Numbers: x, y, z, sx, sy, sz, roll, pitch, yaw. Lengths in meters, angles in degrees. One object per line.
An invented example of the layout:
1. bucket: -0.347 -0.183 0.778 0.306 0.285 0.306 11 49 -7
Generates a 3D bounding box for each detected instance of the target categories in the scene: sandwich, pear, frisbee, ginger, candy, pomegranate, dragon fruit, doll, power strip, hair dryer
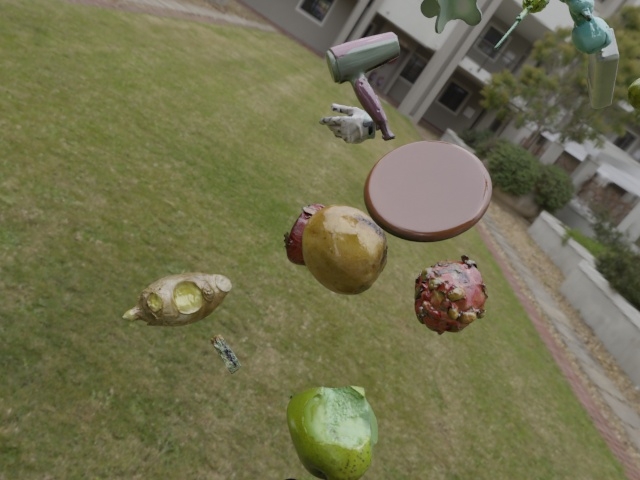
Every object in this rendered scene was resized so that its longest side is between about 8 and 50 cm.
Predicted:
1. sandwich: -0.255 0.304 1.469 0.093 0.036 0.104 26 -33 62
2. pear: 0.922 -0.416 1.557 0.092 0.097 0.092 -3 42 3
3. frisbee: 0.208 -0.105 1.077 0.251 0.251 0.021 46 -14 33
4. ginger: -0.282 0.119 1.077 0.216 0.157 0.102 -12 83 -28
5. candy: 0.479 -0.529 1.312 0.058 0.194 0.062 43 -8 -32
6. pomegranate: 0.067 0.027 1.502 0.260 0.260 0.260 30 19 -11
7. pear: 0.037 0.599 1.660 0.287 0.176 0.281 -2 54 0
8. dragon fruit: 0.002 -0.001 1.778 0.148 0.218 0.223 26 -22 21
9. doll: 0.440 -0.394 0.924 0.159 0.059 0.158 -22 89 -62
10. power strip: 0.803 -0.478 1.559 0.338 0.058 0.098 30 52 -63
11. dragon fruit: 0.515 0.246 2.169 0.263 0.296 0.314 -26 102 -67
12. hair dryer: 0.077 -0.220 0.803 0.054 0.106 0.154 -148 -139 -85

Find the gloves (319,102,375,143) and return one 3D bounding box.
1. gloves: 0.092 -0.418 1.978 0.212 0.127 0.111 3 48 15

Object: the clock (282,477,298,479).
1. clock: -0.079 0.641 1.370 0.085 0.017 0.085 -6 39 5

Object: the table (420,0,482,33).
1. table: 0.315 -0.617 1.307 0.166 0.167 0.198 49 -18 38
